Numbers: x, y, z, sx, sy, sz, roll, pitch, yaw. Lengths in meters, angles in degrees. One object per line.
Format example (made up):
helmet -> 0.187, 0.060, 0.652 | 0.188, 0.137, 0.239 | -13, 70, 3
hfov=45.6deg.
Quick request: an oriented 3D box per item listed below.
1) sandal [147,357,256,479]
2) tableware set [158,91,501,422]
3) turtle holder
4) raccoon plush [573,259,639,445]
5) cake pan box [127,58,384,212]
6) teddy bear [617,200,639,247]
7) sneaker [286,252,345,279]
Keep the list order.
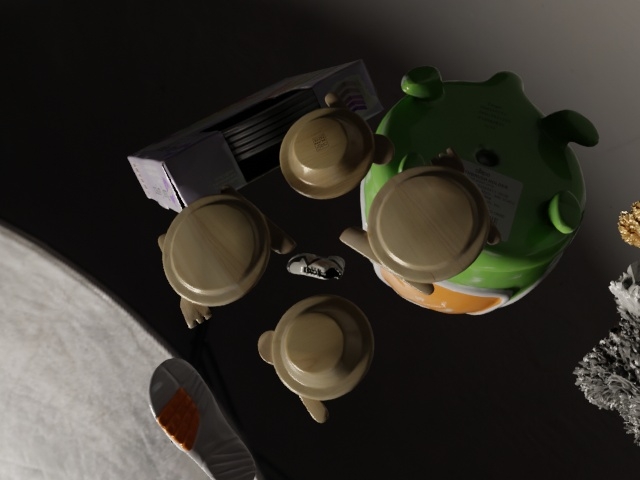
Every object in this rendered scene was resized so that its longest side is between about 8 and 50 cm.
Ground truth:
sandal -> -0.212, 0.321, 1.293 | 0.076, 0.102, 0.265 | -11, 114, 58
tableware set -> 0.000, 0.000, 0.409 | 0.168, 0.020, 0.141 | -44, 67, -1
turtle holder -> 0.154, -0.064, 0.875 | 0.243, 0.227, 0.320 | -2, 54, -14
raccoon plush -> 0.499, 0.249, 1.048 | 0.216, 0.446, 0.299 | -36, 53, 17
cake pan box -> -0.085, -0.119, 0.877 | 0.245, 0.267, 0.070 | -31, 107, -14
teddy bear -> 0.553, 0.016, 1.087 | 0.113, 0.338, 0.245 | -47, 110, -5
sneaker -> -0.008, 0.050, 1.407 | 0.109, 0.044, 0.040 | -1, 124, -1
